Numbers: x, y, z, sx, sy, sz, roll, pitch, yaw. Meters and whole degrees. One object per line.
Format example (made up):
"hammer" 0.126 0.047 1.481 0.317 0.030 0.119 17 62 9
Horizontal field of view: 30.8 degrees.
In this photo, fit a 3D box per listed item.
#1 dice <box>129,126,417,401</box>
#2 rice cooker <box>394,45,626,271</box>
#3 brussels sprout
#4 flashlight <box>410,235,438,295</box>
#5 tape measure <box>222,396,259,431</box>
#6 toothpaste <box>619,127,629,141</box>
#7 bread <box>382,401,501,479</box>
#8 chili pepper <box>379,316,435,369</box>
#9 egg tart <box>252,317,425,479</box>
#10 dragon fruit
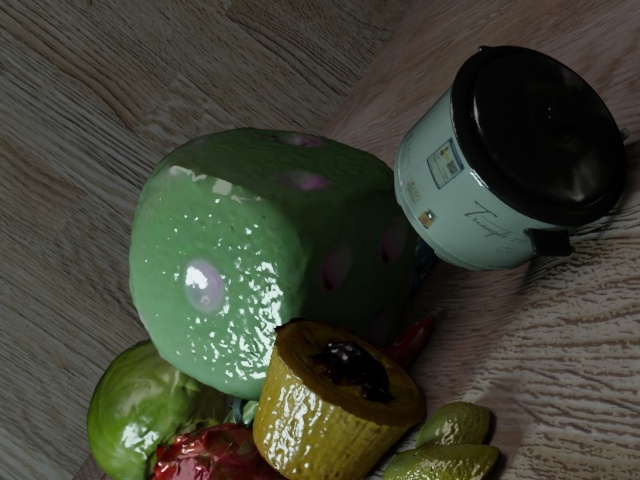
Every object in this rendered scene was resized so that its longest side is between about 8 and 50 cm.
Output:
"dice" -0.063 0.026 1.697 0.330 0.318 0.322 -22 -54 -49
"rice cooker" 0.229 -0.098 1.389 0.227 0.241 0.281 -47 47 54
"brussels sprout" -0.296 0.332 2.264 0.344 0.268 0.344 -28 24 14
"flashlight" 0.157 0.031 1.811 0.129 0.051 0.051 -50 9 -17
"tape measure" -0.091 0.274 1.909 0.175 0.106 0.200 -50 8 -3
"toothpaste" 0.330 -0.091 1.492 0.197 0.029 0.048 -44 13 54
"bread" 0.130 0.224 1.236 0.149 0.065 0.187 -51 7 -20
"chili pepper" 0.091 0.172 1.604 0.191 0.050 0.059 -46 -7 -7
"egg tart" 0.011 0.205 1.452 0.171 0.215 0.215 -61 7 18
"dragon fruit" -0.136 0.375 1.560 0.205 0.210 0.268 -18 52 44
